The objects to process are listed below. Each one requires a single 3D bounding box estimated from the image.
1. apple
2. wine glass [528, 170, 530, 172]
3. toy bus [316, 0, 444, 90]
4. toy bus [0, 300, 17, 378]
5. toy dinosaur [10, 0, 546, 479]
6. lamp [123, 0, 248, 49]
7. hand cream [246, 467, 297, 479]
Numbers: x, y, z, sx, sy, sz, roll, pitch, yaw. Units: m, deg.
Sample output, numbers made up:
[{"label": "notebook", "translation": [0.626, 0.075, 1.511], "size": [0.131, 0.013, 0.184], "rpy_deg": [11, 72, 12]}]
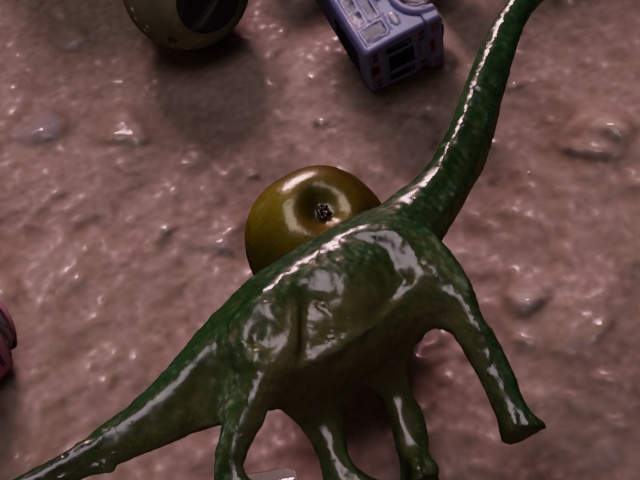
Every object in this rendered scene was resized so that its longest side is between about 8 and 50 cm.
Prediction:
[{"label": "apple", "translation": [0.000, 0.000, 0.944], "size": [0.090, 0.074, 0.089], "rpy_deg": [3, 61, -6]}, {"label": "wine glass", "translation": [0.236, -0.191, 1.097], "size": [0.310, 0.096, 0.264], "rpy_deg": [-17, 70, -5]}, {"label": "toy bus", "translation": [0.023, -0.190, 1.085], "size": [0.076, 0.073, 0.167], "rpy_deg": [-28, 67, -3]}, {"label": "toy bus", "translation": [-0.280, 0.044, 0.978], "size": [0.203, 0.063, 0.090], "rpy_deg": [23, 56, 31]}, {"label": "toy dinosaur", "translation": [-0.003, -0.008, 0.864], "size": [0.447, 0.087, 0.300], "rpy_deg": [-11, 70, -16]}, {"label": "lamp", "translation": [-0.115, -0.195, 1.157], "size": [0.091, 0.091, 0.163], "rpy_deg": [-31, 32, -15]}, {"label": "hand cream", "translation": [-0.051, 0.243, 0.746], "size": [0.124, 0.077, 0.340], "rpy_deg": [-14, 38, 1]}]
